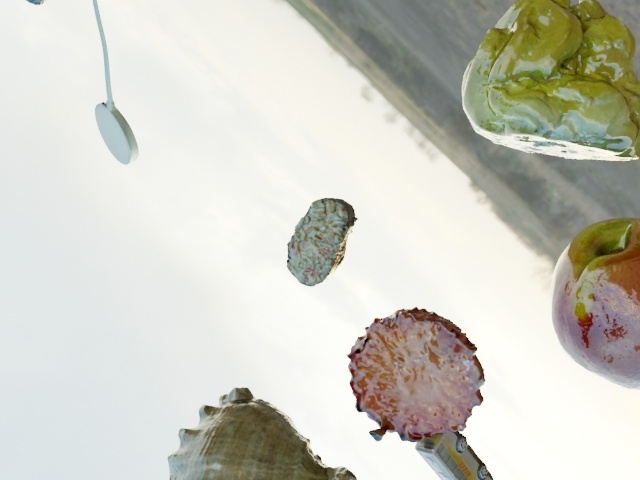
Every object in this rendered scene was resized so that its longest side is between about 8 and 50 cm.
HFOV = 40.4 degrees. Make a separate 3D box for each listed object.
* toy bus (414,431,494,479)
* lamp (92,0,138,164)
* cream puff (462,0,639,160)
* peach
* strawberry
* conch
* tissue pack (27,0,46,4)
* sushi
[{"bbox_3d":[0.225,0.372,1.446,0.057,0.072,0.172,2,137,50],"label":"toy bus"},{"bbox_3d":[-0.142,-0.141,0.616,0.050,0.056,0.198,38,144,30],"label":"lamp"},{"bbox_3d":[0.405,-0.272,1.446,0.324,0.257,0.291,10,-174,2],"label":"cream puff"},{"bbox_3d":[0.561,0.120,1.551,0.332,0.308,0.308,61,178,-35],"label":"peach"},{"bbox_3d":[0.160,0.197,1.407,0.234,0.234,0.178,43,-155,-3],"label":"strawberry"},{"bbox_3d":[-0.123,0.345,1.288,0.210,0.352,0.297,56,-136,-8],"label":"conch"},{"bbox_3d":[-0.288,-0.348,0.925,0.090,0.170,0.103,26,-135,-18],"label":"tissue pack"},{"bbox_3d":[0.000,0.000,1.443,0.090,0.150,0.078,25,-168,8],"label":"sushi"}]
